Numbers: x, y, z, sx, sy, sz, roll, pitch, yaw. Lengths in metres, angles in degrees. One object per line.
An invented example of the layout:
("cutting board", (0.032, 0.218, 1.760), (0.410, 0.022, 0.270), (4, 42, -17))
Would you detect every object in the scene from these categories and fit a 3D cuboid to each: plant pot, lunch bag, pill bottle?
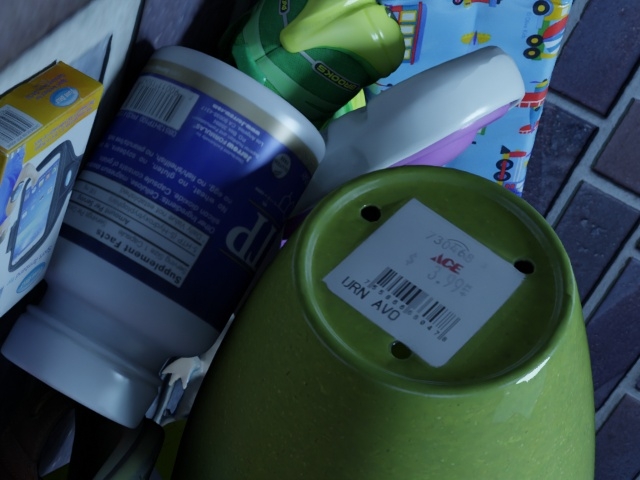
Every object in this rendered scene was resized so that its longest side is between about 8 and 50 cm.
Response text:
("plant pot", (0.044, 0.104, 0.685), (0.275, 0.274, 0.294), (-57, 165, -34))
("lunch bag", (0.090, -0.209, 0.962), (0.221, 0.138, 0.293), (94, -7, -52))
("pill bottle", (-0.088, 0.000, 0.658), (0.187, 0.112, 0.112), (-60, 174, -8))

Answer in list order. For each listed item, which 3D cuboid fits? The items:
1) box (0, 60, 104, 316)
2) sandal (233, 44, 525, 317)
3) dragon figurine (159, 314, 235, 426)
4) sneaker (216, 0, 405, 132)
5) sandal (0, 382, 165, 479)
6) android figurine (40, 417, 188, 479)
("box", (-0.144, -0.007, 0.551), (0.081, 0.028, 0.136), (-53, 169, -55))
("sandal", (-0.012, 0.006, 0.826), (0.169, 0.102, 0.416), (-25, 174, -36))
("dragon figurine", (-0.097, 0.122, 1.305), (0.289, 0.085, 0.144), (-59, 174, -15))
("sneaker", (-0.031, -0.106, 0.824), (0.123, 0.109, 0.295), (-28, 174, -11))
("sandal", (-0.155, 0.132, 0.738), (0.303, 0.086, 0.120), (-125, -125, -72))
("android figurine", (-0.125, 0.222, 0.845), (0.272, 0.248, 0.056), (-29, 128, -17))
